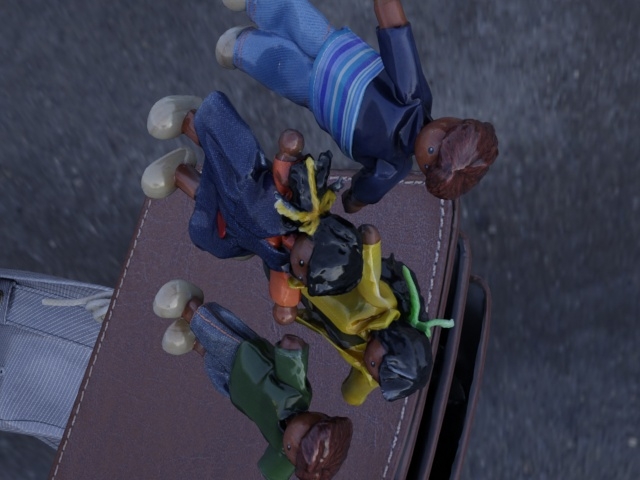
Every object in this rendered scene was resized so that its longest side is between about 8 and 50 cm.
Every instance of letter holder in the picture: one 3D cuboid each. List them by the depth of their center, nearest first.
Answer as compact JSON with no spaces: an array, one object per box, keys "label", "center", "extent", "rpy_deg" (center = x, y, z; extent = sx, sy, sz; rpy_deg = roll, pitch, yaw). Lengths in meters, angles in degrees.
[{"label":"letter holder","center":[-0.006,0.130,0.893],"extent":[0.214,0.152,0.302],"rpy_deg":[3,69,44]}]

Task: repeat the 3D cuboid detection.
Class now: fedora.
[{"label":"fedora","center":[-0.202,0.120,1.575],"extent":[0.275,0.243,0.124],"rpy_deg":[7,70,43]}]

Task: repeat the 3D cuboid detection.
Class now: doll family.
[{"label":"doll family","center":[0.000,0.000,0.625],"extent":[0.076,0.193,0.111],"rpy_deg":[-28,48,-24]}]

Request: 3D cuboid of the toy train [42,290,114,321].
[{"label":"toy train","center":[-0.052,0.084,1.278],"extent":[0.248,0.105,0.143],"rpy_deg":[-8,115,8]}]
